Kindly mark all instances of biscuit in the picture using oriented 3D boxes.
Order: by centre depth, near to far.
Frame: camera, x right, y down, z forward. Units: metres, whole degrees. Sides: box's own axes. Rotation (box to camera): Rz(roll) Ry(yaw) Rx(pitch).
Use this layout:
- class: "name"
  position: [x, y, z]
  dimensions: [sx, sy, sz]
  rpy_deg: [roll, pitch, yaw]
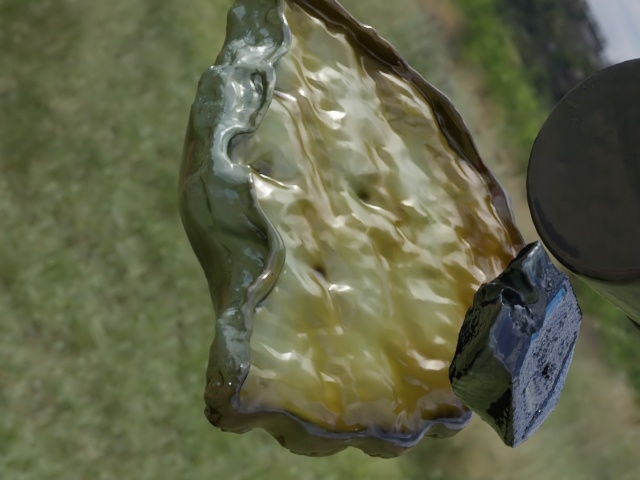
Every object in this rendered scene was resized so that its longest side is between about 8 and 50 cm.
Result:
- class: "biscuit"
  position: [0.000, 0.000, 1.320]
  dimensions: [0.329, 0.078, 0.335]
  rpy_deg: [51, 46, -7]

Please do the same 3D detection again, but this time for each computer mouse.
- class: "computer mouse"
  position: [0.088, 0.047, 0.943]
  dimensions: [0.047, 0.079, 0.135]
  rpy_deg: [21, -23, 20]

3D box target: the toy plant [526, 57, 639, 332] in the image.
- class: "toy plant"
  position: [0.303, 0.007, 1.343]
  dimensions: [0.279, 0.185, 0.400]
  rpy_deg: [31, 5, 36]
